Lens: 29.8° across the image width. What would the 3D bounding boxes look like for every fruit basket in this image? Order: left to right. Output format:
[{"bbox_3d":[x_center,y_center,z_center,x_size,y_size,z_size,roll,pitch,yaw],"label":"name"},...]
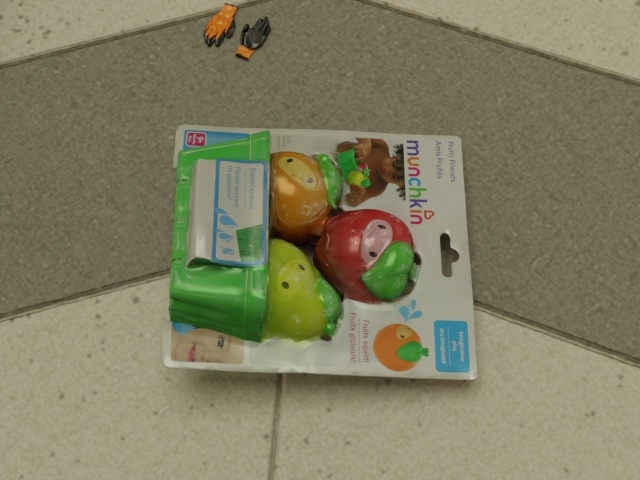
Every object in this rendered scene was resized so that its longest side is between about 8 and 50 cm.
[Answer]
[{"bbox_3d":[0.000,0.000,1.384,0.353,0.165,0.327,0,61,0],"label":"fruit basket"}]

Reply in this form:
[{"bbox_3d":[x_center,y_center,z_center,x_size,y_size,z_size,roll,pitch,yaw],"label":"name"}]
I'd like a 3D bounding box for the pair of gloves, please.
[{"bbox_3d":[-0.113,-0.284,1.629,0.083,0.010,0.074,23,65,14],"label":"pair of gloves"}]
